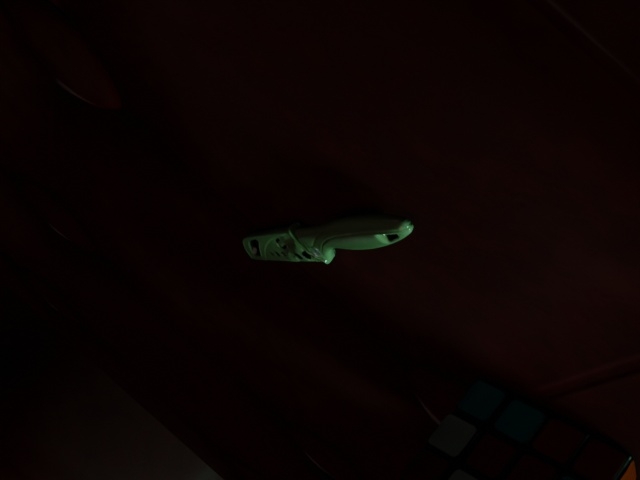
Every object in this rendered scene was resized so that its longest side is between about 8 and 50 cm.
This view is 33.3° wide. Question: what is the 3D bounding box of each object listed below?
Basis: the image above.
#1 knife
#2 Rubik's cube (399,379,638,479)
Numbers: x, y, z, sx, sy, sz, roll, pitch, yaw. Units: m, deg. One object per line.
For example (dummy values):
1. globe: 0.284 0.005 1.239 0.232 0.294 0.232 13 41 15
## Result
1. knife: -0.001 0.001 0.872 0.043 0.020 0.293 47 159 -18
2. Rubik's cube: 0.156 0.235 0.860 0.151 0.155 0.154 23 152 39
